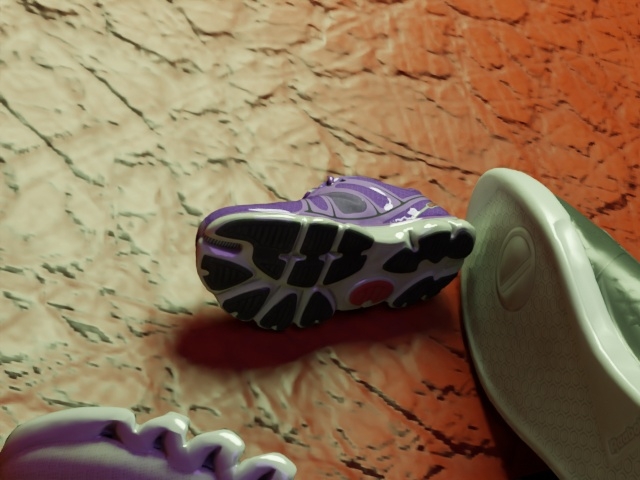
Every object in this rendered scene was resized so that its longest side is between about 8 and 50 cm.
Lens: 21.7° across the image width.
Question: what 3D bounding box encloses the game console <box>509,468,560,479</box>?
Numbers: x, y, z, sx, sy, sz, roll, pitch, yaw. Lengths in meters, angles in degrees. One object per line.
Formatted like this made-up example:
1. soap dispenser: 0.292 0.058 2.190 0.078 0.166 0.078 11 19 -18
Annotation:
1. game console: 0.253 0.167 0.777 0.293 0.250 0.173 -9 84 -37

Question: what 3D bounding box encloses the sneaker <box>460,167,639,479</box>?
1. sneaker: 0.178 0.064 0.830 0.147 0.104 0.295 1 34 -24

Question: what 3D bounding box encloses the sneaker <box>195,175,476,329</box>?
1. sneaker: 0.000 0.000 0.858 0.170 0.068 0.071 0 37 -43

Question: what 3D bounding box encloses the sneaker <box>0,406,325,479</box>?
1. sneaker: -0.010 0.166 0.662 0.292 0.110 0.118 29 64 4
